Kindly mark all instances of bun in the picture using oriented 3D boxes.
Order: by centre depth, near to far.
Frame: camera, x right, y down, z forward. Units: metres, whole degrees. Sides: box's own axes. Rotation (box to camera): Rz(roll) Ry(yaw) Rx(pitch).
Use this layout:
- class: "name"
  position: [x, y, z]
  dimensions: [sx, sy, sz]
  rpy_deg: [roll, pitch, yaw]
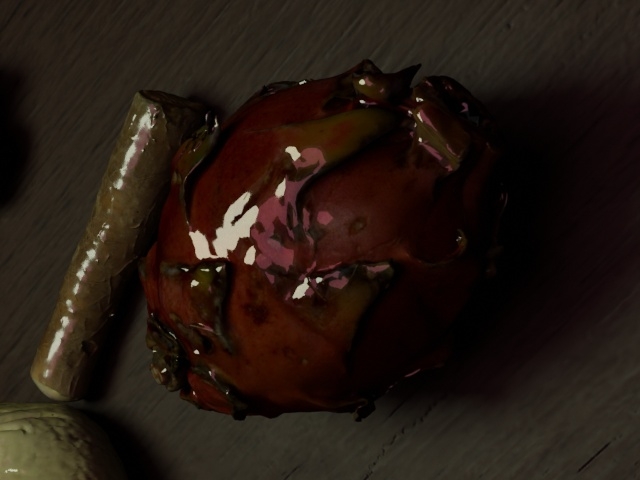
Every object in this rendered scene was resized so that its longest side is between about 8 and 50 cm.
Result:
- class: "bun"
  position: [-0.281, 0.254, 1.333]
  dimensions: [0.243, 0.153, 0.244]
  rpy_deg: [-13, 71, 41]

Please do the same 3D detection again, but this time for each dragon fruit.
- class: "dragon fruit"
  position: [0.002, -0.003, 1.116]
  dimensions: [0.250, 0.250, 0.315]
  rpy_deg: [41, 124, 31]

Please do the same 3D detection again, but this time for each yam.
- class: "yam"
  position: [-0.183, 0.008, 1.345]
  dimensions: [0.066, 0.066, 0.300]
  rpy_deg: [33, 107, 33]
